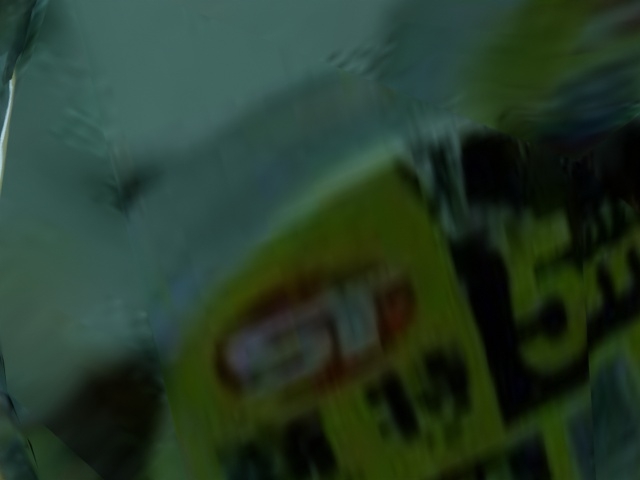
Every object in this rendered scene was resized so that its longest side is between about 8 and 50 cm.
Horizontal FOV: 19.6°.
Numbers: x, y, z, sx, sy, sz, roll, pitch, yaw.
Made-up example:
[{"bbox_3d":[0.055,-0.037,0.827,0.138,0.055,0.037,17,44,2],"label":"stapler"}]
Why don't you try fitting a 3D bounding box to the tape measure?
[{"bbox_3d":[0.001,0.002,0.415,0.259,0.138,0.262,-27,109,-27],"label":"tape measure"}]
